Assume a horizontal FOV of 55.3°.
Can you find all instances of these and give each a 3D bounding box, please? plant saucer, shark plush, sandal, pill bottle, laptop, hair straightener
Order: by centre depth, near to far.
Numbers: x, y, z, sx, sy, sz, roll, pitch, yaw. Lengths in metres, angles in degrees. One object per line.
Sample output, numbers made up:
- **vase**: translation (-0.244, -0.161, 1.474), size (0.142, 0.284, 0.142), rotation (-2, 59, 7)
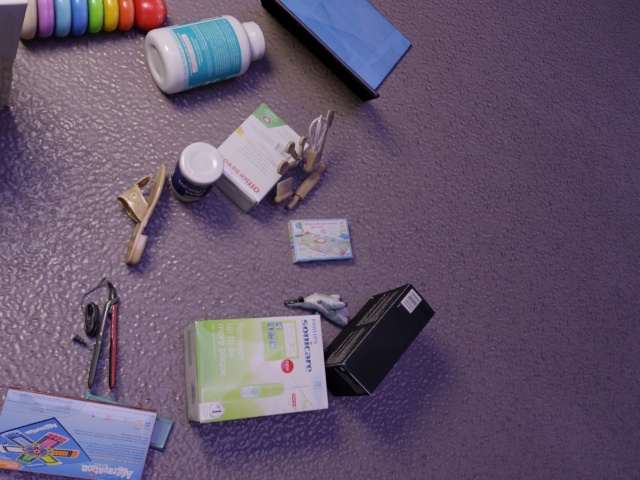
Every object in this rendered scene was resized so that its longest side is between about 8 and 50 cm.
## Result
- **plant saucer**: translation (-0.396, 0.369, 1.243), size (0.192, 0.018, 0.067), rotation (25, 68, -18)
- **hair straightener**: translation (-0.458, 0.187, 1.247), size (0.089, 0.047, 0.230), rotation (5, 74, -23)
- **sandal**: translation (-0.402, -0.071, 1.320), size (0.079, 0.088, 0.239), rotation (19, 74, -25)
- **pill bottle**: translation (-0.278, -0.143, 1.349), size (0.094, 0.169, 0.094), rotation (6, 74, -22)
- **pill bottle**: translation (-0.267, -0.448, 1.451), size (0.264, 0.146, 0.146), rotation (-23, 86, -27)
- **shark plush**: translation (-0.004, 0.165, 1.459), size (0.161, 0.073, 0.067), rotation (9, 103, -27)
- **laptop**: translation (0.060, -0.578, 1.593), size (0.382, 0.408, 0.236), rotation (41, 97, -9)

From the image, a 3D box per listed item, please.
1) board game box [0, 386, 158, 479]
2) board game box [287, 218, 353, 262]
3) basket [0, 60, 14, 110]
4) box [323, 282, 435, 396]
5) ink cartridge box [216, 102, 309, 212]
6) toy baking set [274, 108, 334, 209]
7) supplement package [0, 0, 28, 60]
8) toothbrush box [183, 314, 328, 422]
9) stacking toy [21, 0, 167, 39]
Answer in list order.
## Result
- **board game box**: translation (-0.474, 0.380, 1.184), size (0.282, 0.027, 0.144), rotation (16, 78, -18)
- **board game box**: translation (0.000, 0.000, 1.518), size (0.154, 0.026, 0.103), rotation (-2, 77, -25)
- **basket**: translation (-0.760, -0.388, 1.117), size (0.267, 0.331, 0.328), rotation (-30, 90, -34)
- **box**: translation (0.119, 0.233, 1.420), size (0.103, 0.184, 0.261), rotation (49, 63, -8)
- **ink cartridge box**: translation (-0.156, -0.196, 1.463), size (0.154, 0.093, 0.212), rotation (42, 62, -8)
- **toy baking set**: translation (-0.027, -0.195, 1.480), size (0.030, 0.196, 0.256), rotation (28, 58, 21)
- **supplement package**: translation (-0.616, -0.369, 0.892), size (0.293, 0.175, 0.177), rotation (-19, 87, -35)
- **toothbrush box**: translation (-0.142, 0.275, 1.326), size (0.284, 0.122, 0.206), rotation (2, 76, -26)
- **stacking toy**: translation (-0.507, -0.519, 1.377), size (0.331, 0.141, 0.141), rotation (-8, 80, -31)
